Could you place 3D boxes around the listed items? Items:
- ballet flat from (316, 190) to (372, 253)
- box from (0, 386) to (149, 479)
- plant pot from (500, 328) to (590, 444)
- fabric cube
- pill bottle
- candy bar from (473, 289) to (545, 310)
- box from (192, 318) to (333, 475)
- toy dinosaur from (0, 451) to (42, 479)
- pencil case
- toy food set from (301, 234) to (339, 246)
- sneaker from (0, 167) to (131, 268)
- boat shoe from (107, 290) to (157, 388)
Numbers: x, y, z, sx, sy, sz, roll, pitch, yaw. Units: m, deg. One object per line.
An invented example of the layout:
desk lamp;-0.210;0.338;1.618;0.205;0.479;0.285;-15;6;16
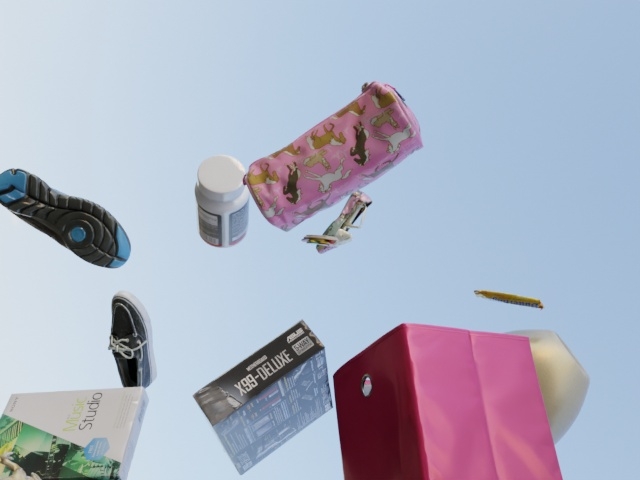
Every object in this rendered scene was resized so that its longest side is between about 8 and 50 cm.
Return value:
ballet flat;0.075;-0.045;2.005;0.079;0.077;0.222;30;-103;23
box;-0.558;0.431;1.529;0.232;0.321;0.059;-88;171;-52
plant pot;0.490;0.310;1.587;0.191;0.284;0.284;-39;-120;13
fabric cube;0.190;0.308;1.127;0.254;0.259;0.258;132;-40;-51
pill bottle;-0.289;-0.114;2.062;0.161;0.161;0.283;62;-20;26
candy bar;0.428;0.133;1.587;0.161;0.040;0.018;9;-114;32
box;-0.097;0.312;1.353;0.076;0.242;0.307;48;-18;29
toy dinosaur;-0.405;0.322;0.930;0.092;0.183;0.053;17;-107;32
pencil case;0.022;-0.173;1.473;0.386;0.160;0.167;-33;-122;14
toy food set;0.000;0.000;1.566;0.083;0.082;0.020;175;-80;-77
sneaker;-0.592;-0.050;1.645;0.340;0.125;0.139;35;-14;-4
boat shoe;-0.542;0.294;1.965;0.113;0.105;0.307;7;-66;18
